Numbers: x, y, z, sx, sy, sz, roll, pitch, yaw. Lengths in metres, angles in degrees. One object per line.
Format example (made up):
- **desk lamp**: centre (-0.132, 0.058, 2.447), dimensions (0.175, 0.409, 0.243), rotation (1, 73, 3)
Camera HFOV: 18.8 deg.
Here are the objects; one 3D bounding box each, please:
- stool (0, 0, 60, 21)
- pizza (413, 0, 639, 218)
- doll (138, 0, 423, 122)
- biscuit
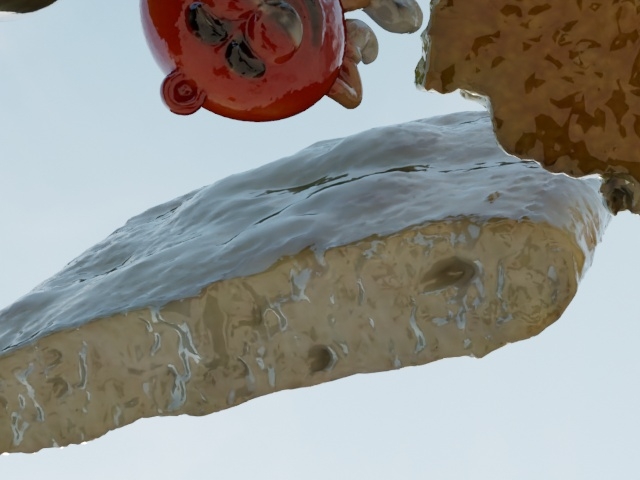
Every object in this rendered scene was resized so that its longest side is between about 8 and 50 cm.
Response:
- **stool**: centre (-0.247, -0.151, 1.002), dimensions (0.264, 0.179, 0.179), rotation (-46, -46, -37)
- **pizza**: centre (0.143, -0.076, 0.682), dimensions (0.365, 0.074, 0.182), rotation (40, -95, -12)
- **doll**: centre (-0.038, -0.150, 1.160), dimensions (0.085, 0.183, 0.217), rotation (-42, 0, 43)
- **biscuit**: centre (-0.001, -0.001, 1.313), dimensions (0.429, 0.446, 0.104), rotation (-14, -76, 24)
